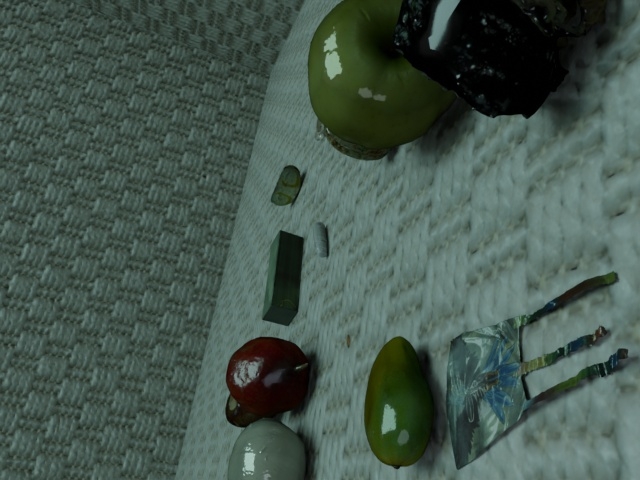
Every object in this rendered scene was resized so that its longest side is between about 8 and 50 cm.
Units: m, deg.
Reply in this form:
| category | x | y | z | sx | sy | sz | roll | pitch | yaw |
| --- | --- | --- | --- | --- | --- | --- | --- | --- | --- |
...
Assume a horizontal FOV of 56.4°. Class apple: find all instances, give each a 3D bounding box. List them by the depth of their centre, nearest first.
| category | x | y | z | sx | sy | sz | roll | pitch | yaw |
| --- | --- | --- | --- | --- | --- | --- | --- | --- | --- |
| apple | 0.111 | -0.284 | 1.025 | 0.279 | 0.279 | 0.279 | -164 | 90 | -75 |

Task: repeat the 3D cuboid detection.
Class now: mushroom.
| category | x | y | z | sx | sy | sz | roll | pitch | yaw |
| --- | --- | --- | --- | --- | --- | --- | --- | --- | --- |
| mushroom | -0.157 | 0.377 | 1.548 | 0.194 | 0.138 | 0.231 | 109 | -177 | -70 |

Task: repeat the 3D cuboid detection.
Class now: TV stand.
| category | x | y | z | sx | sy | sz | roll | pitch | yaw |
| --- | --- | --- | --- | --- | --- | --- | --- | --- | --- |
| TV stand | -0.107 | 0.106 | 1.722 | 0.088 | 0.083 | 0.269 | 126 | 156 | -46 |

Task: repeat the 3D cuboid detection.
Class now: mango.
| category | x | y | z | sx | sy | sz | roll | pitch | yaw |
| --- | --- | --- | --- | --- | --- | --- | --- | --- | --- |
| mango | 0.109 | 0.230 | 0.840 | 0.191 | 0.086 | 0.122 | -82 | 4 | -62 |

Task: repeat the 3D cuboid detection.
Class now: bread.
| category | x | y | z | sx | sy | sz | roll | pitch | yaw |
| --- | --- | --- | --- | --- | --- | --- | --- | --- | --- |
| bread | -0.117 | -0.190 | 2.060 | 0.094 | 0.083 | 0.157 | -107 | 38 | -68 |

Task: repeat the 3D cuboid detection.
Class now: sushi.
| category | x | y | z | sx | sy | sz | roll | pitch | yaw |
| --- | --- | --- | --- | --- | --- | --- | --- | --- | --- |
| sushi | 0.217 | -0.286 | 0.716 | 0.218 | 0.238 | 0.225 | -58 | 39 | 29 |

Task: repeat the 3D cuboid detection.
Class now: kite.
| category | x | y | z | sx | sy | sz | roll | pitch | yaw |
| --- | --- | --- | --- | --- | --- | --- | --- | --- | --- |
| kite | 0.218 | 0.132 | 0.670 | 0.310 | 0.015 | 0.169 | 123 | 158 | -48 |

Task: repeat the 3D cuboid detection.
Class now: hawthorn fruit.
| category | x | y | z | sx | sy | sz | roll | pitch | yaw |
| --- | --- | --- | --- | --- | --- | --- | --- | --- | --- |
| hawthorn fruit | -0.103 | 0.307 | 1.362 | 0.251 | 0.189 | 0.189 | -14 | 58 | 47 |

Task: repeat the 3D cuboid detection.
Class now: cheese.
| category | x | y | z | sx | sy | sz | roll | pitch | yaw |
| --- | --- | --- | --- | --- | --- | --- | --- | --- | --- |
| cheese | -0.110 | 0.464 | 1.226 | 0.189 | 0.154 | 0.198 | -32 | 43 | 60 |

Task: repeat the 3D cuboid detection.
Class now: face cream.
| category | x | y | z | sx | sy | sz | roll | pitch | yaw |
| --- | --- | --- | --- | --- | --- | --- | --- | --- | --- |
| face cream | 0.000 | 0.000 | 1.541 | 0.130 | 0.034 | 0.034 | -98 | 29 | -55 |

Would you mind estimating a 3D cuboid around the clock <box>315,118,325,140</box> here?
| category | x | y | z | sx | sy | sz | roll | pitch | yaw |
| --- | --- | --- | --- | --- | --- | --- | --- | --- | --- |
| clock | 0.040 | -0.374 | 1.744 | 0.229 | 0.063 | 0.155 | 119 | 158 | -47 |

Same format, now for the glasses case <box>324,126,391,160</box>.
| category | x | y | z | sx | sy | sz | roll | pitch | yaw |
| --- | --- | --- | --- | --- | --- | --- | --- | --- | --- |
| glasses case | 0.099 | -0.360 | 1.333 | 0.098 | 0.156 | 0.425 | 126 | 155 | -55 |
